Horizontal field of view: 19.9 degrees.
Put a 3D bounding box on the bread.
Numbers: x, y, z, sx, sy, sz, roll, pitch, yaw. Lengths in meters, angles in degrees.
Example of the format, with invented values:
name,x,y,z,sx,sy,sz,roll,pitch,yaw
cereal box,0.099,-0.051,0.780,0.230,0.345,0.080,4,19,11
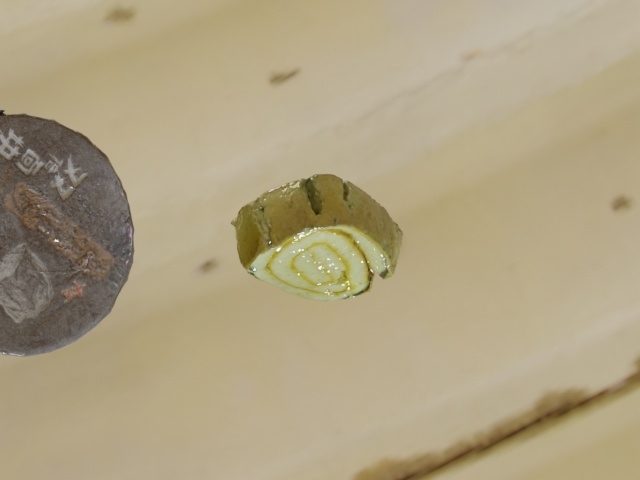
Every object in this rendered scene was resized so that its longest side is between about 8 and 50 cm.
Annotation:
name,x,y,z,sx,sy,sz,roll,pitch,yaw
bread,0.000,0.000,1.564,0.156,0.118,0.064,37,-139,-55

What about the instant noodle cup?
name,x,y,z,sx,sy,sz,roll,pitch,yaw
instant noodle cup,-0.308,-0.003,1.678,0.217,0.207,0.217,1,-93,-29
